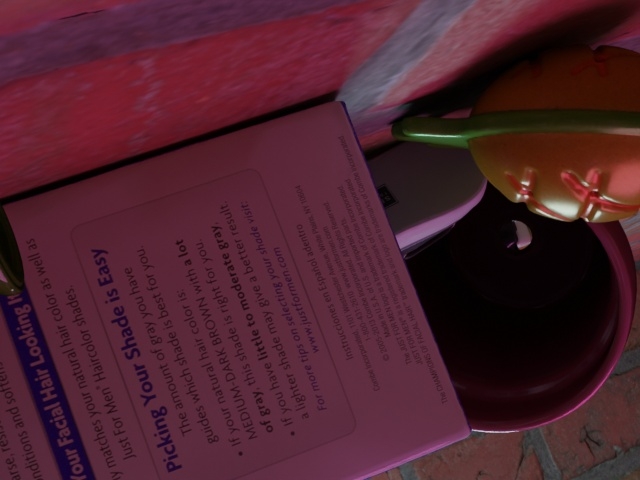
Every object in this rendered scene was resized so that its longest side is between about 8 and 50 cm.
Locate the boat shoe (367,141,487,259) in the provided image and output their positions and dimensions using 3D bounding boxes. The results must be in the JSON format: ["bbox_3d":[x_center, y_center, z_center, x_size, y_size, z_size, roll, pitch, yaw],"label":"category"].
[{"bbox_3d":[0.000,0.000,0.875,0.229,0.080,0.076,-27,159,-19],"label":"boat shoe"}]

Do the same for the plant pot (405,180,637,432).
[{"bbox_3d":[0.138,0.018,1.028,0.201,0.201,0.180,-25,-173,23],"label":"plant pot"}]

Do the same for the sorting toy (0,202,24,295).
[{"bbox_3d":[-0.143,-0.014,0.492,0.042,0.061,0.102,-21,149,-2],"label":"sorting toy"}]

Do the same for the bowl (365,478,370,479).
[{"bbox_3d":[-0.064,0.239,1.549,0.312,0.163,0.311,-9,-162,3],"label":"bowl"}]

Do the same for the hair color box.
[{"bbox_3d":[-0.119,0.075,0.684,0.339,0.185,0.110,-19,173,-16],"label":"hair color box"}]

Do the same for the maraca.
[{"bbox_3d":[0.132,-0.061,0.785,0.186,0.099,0.127,3,175,33],"label":"maraca"}]

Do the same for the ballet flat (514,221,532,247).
[{"bbox_3d":[0.179,-0.027,1.214,0.070,0.070,0.188,-16,170,-36],"label":"ballet flat"}]

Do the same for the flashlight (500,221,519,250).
[{"bbox_3d":[0.029,0.051,1.191,0.304,0.103,0.103,-23,142,10],"label":"flashlight"}]

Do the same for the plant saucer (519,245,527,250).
[{"bbox_3d":[0.043,0.070,1.448,0.333,0.081,0.333,-18,172,-21],"label":"plant saucer"}]
